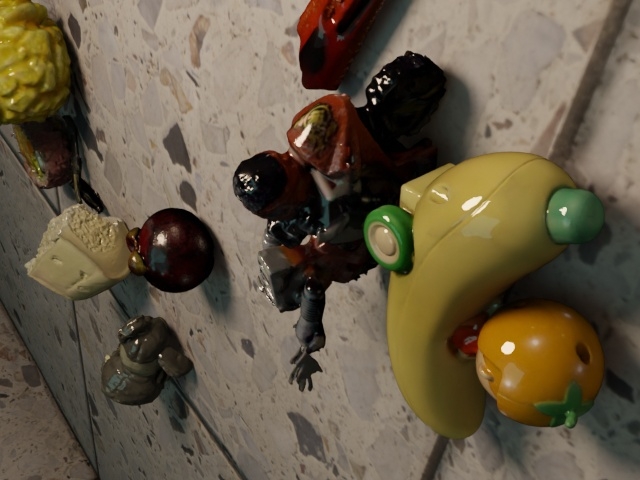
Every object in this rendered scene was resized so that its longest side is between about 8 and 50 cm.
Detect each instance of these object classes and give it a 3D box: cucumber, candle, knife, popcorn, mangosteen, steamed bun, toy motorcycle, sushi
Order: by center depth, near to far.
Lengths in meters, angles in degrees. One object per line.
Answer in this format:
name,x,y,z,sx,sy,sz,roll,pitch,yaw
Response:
candle,0.041,-0.247,0.638,0.084,0.059,0.301,52,148,4
toy motorcycle,0.000,0.000,0.702,0.134,0.207,0.401,50,144,32
mangosteen,-0.256,0.020,1.145,0.152,0.152,0.153,32,133,43
popcorn,-0.652,-0.357,1.412,0.282,0.282,0.247,-24,94,58
steamed bun,-0.530,0.022,1.492,0.225,0.171,0.200,-25,127,35
knife,-0.569,-0.187,1.580,0.045,0.021,0.222,-11,89,36
cucumber,-0.542,-0.102,1.600,0.163,0.043,0.039,36,93,37
sushi,-0.687,-0.231,1.666,0.241,0.107,0.161,45,139,24

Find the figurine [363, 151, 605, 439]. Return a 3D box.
figurine,0.153,0.069,0.605,0.222,0.124,0.325,34,137,37

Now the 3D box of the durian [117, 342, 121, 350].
durian,-0.426,0.281,1.609,0.110,0.071,0.140,33,113,12

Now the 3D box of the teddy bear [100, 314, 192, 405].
teddy bear,-0.366,0.251,1.467,0.171,0.144,0.251,34,124,-7
